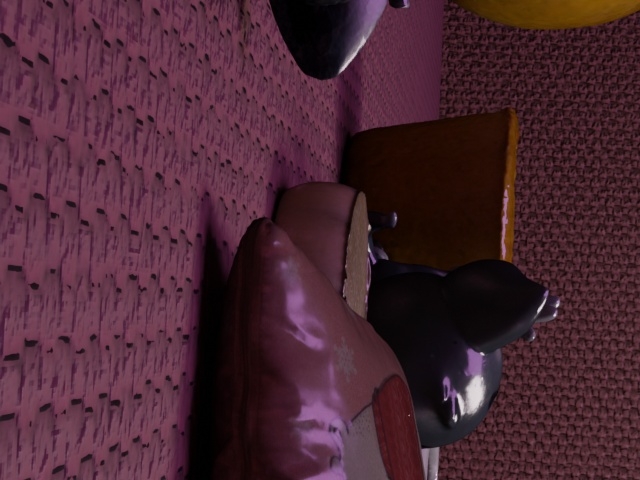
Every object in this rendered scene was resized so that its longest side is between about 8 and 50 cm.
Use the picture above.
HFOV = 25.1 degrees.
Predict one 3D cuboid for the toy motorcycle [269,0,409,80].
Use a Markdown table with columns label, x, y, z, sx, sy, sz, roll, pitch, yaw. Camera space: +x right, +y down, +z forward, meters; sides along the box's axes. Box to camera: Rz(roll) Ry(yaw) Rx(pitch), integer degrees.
| label | x | y | z | sx | sy | sz | roll | pitch | yaw |
| --- | --- | --- | --- | --- | --- | --- | --- | --- | --- |
| toy motorcycle | 0.014 | -0.243 | 0.692 | 0.173 | 0.108 | 0.307 | 85 | 11 | -78 |

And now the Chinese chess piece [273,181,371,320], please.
| label | x | y | z | sx | sy | sz | roll | pitch | yaw |
| --- | --- | --- | --- | --- | --- | --- | --- | --- | --- |
| Chinese chess piece | 0.000 | 0.025 | 0.877 | 0.122 | 0.051 | 0.122 | 3 | 90 | -81 |

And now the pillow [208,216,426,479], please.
| label | x | y | z | sx | sy | sz | roll | pitch | yaw |
| --- | --- | --- | --- | --- | --- | --- | --- | --- | --- |
| pillow | 0.005 | 0.130 | 0.710 | 0.223 | 0.084 | 0.236 | 40 | 46 | -64 |

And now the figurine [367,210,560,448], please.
| label | x | y | z | sx | sy | sz | roll | pitch | yaw |
| --- | --- | --- | --- | --- | --- | --- | --- | --- | --- |
| figurine | 0.071 | 0.054 | 1.044 | 0.140 | 0.193 | 0.265 | 59 | 8 | -37 |

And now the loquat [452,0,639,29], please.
| label | x | y | z | sx | sy | sz | roll | pitch | yaw |
| --- | --- | --- | --- | --- | --- | --- | --- | --- | --- |
| loquat | 0.201 | -0.349 | 1.214 | 0.359 | 0.328 | 0.328 | 125 | -24 | -55 |

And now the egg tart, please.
| label | x | y | z | sx | sy | sz | roll | pitch | yaw |
| --- | --- | --- | --- | --- | --- | --- | --- | --- | --- |
| egg tart | 0.095 | -0.014 | 1.238 | 0.202 | 0.147 | 0.203 | 2 | 90 | -85 |

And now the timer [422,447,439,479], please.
| label | x | y | z | sx | sy | sz | roll | pitch | yaw |
| --- | --- | --- | --- | --- | --- | --- | --- | --- | --- |
| timer | 0.060 | 0.230 | 1.282 | 0.262 | 0.087 | 0.237 | 84 | 12 | -54 |
